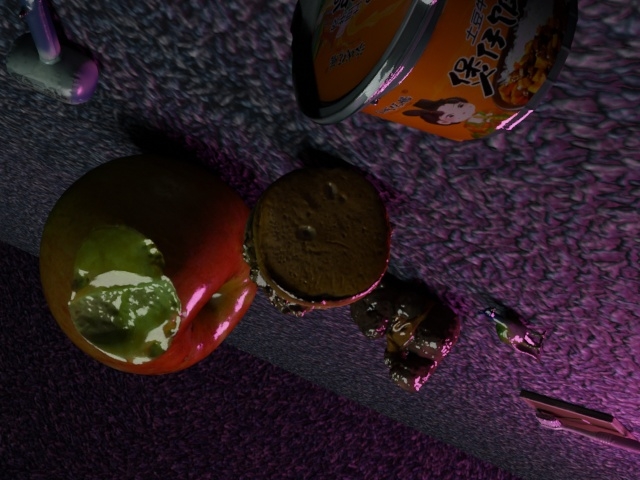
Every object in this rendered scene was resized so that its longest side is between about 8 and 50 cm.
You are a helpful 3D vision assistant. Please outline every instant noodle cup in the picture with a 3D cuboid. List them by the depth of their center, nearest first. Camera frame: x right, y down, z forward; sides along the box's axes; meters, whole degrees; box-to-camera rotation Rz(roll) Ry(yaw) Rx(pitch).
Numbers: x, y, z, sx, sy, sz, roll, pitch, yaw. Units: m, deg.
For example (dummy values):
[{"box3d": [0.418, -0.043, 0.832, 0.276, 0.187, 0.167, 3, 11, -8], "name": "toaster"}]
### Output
[{"box3d": [0.076, -0.138, 0.534, 0.125, 0.177, 0.208, 19, -170, -24], "name": "instant noodle cup"}]

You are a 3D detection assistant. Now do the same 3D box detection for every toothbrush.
[{"box3d": [0.557, 0.378, 1.621, 0.354, 0.024, 0.029, 7, 148, 51], "name": "toothbrush"}]

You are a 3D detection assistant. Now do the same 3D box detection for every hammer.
[{"box3d": [-0.341, -0.247, 1.046, 0.116, 0.069, 0.194, 26, 157, 6], "name": "hammer"}]

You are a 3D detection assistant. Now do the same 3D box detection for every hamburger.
[{"box3d": [-0.007, 0.005, 1.064, 0.182, 0.191, 0.118, 20, 167, -4], "name": "hamburger"}]

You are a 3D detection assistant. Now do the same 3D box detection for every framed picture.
[{"box3d": [0.512, 0.353, 1.686, 0.203, 0.015, 0.150, 9, 157, 46], "name": "framed picture"}]

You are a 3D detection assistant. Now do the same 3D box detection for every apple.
[{"box3d": [-0.262, 0.031, 1.306, 0.339, 0.339, 0.339, 25, 165, 7], "name": "apple"}]

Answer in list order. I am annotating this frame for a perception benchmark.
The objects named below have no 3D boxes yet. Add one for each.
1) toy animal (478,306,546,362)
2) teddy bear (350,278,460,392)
[{"box3d": [0.321, 0.156, 1.309, 0.075, 0.041, 0.217, 13, 163, 45], "name": "toy animal"}, {"box3d": [0.133, 0.134, 1.405, 0.190, 0.140, 0.177, 31, 140, 14], "name": "teddy bear"}]
